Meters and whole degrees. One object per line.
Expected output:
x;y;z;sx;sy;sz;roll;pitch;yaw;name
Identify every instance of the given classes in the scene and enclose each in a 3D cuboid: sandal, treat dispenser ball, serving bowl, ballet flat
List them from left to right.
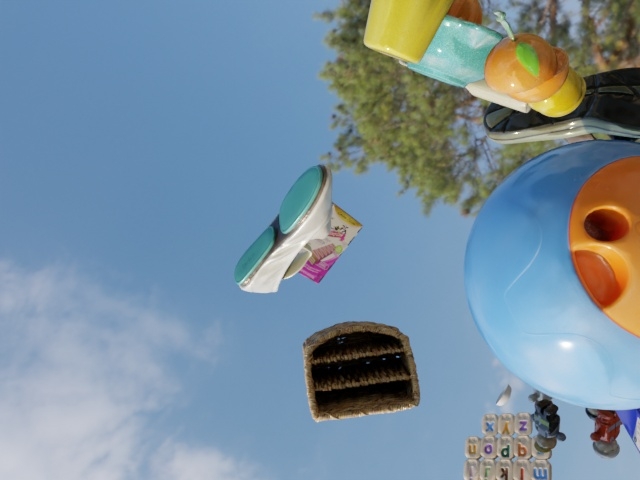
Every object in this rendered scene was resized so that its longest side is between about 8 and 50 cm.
-0.057;-0.017;1.473;0.139;0.400;0.139;27;-146;-20;ballet flat
0.644;0.543;2.204;0.027;0.083;0.083;31;-139;13;serving bowl
0.392;-0.176;0.918;0.086;0.302;0.120;53;-127;-42;sandal
0.303;0.035;0.687;0.288;0.288;0.288;21;-120;-42;treat dispenser ball

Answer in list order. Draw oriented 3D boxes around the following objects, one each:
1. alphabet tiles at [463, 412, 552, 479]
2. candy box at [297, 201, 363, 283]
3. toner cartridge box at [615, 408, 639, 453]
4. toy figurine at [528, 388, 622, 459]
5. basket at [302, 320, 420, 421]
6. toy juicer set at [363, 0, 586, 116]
0.565;0.665;1.918;0.021;0.284;0.278;34;-126;-37;alphabet tiles
0.000;0.000;1.922;0.159;0.071;0.233;33;-84;-43;candy box
0.812;0.375;1.291;0.165;0.347;0.075;-87;-3;-62;toner cartridge box
0.622;0.423;1.553;0.213;0.209;0.148;-66;-30;-61;toy figurine
0.105;0.340;1.721;0.223;0.299;0.214;-118;22;-84;basket
0.169;-0.197;0.647;0.329;0.209;0.090;-37;-33;-73;toy juicer set
